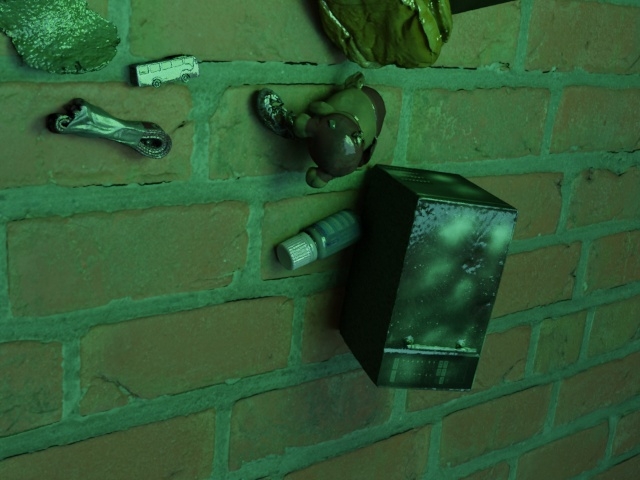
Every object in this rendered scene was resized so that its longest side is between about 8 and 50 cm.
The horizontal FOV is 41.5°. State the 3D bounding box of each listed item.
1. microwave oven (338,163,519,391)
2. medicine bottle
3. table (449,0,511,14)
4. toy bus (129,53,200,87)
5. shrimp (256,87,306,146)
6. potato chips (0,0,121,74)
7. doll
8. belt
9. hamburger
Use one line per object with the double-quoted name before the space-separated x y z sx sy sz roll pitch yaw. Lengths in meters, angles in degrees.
"microwave oven" 0.226 0.075 1.923 0.237 0.374 0.431 7 106 -17
"medicine bottle" 0.000 0.000 1.898 0.203 0.083 0.083 -27 122 -30
"table" 0.302 -0.632 1.625 0.282 0.196 0.250 57 23 -61
"toy bus" -0.290 -0.316 1.574 0.131 0.037 0.052 -19 113 -31
"shrimp" -0.080 -0.250 1.756 0.165 0.057 0.065 40 74 -44
"potato chips" -0.447 -0.368 1.412 0.228 0.059 0.167 44 72 -35
"doll" 0.044 -0.230 1.784 0.256 0.152 0.196 -51 167 -49
"belt" -0.377 -0.203 1.535 0.232 0.053 0.071 10 108 -41
"hamburger" 0.124 -0.464 1.685 0.144 0.283 0.259 -60 143 -24
